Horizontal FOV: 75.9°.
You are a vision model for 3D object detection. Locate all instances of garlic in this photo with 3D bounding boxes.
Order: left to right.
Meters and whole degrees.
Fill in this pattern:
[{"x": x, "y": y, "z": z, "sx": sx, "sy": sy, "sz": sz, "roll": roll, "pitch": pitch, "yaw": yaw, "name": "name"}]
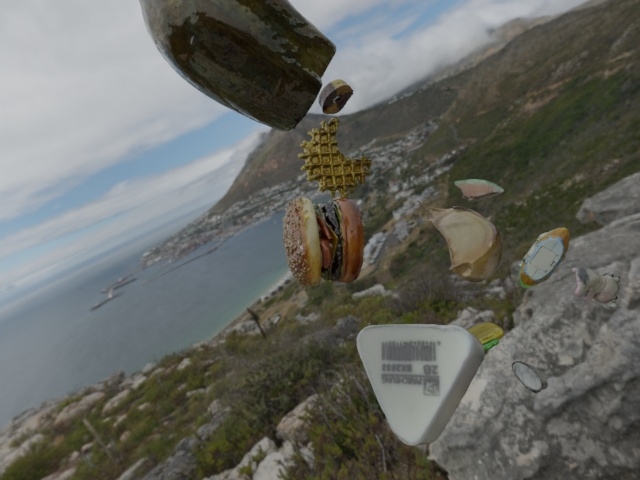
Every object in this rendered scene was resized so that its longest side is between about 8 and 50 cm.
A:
[{"x": 0.438, "y": -0.021, "z": 1.254, "sx": 0.196, "sy": 0.151, "sz": 0.339, "roll": 8, "pitch": 41, "yaw": -16, "name": "garlic"}]

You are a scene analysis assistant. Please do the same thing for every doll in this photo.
[{"x": 1.054, "y": 0.168, "z": 1.560, "sx": 0.095, "sy": 0.192, "sz": 0.149, "roll": 125, "pitch": 165, "yaw": -60, "name": "doll"}]

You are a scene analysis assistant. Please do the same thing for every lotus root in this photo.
[{"x": -0.156, "y": -0.373, "z": 0.764, "sx": 0.250, "sy": 0.346, "sz": 0.251, "roll": -33, "pitch": 42, "yaw": 36, "name": "lotus root"}]

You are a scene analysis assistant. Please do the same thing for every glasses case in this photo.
[{"x": 0.748, "y": 0.482, "z": 1.459, "sx": 0.060, "sy": 0.114, "sz": 0.299, "roll": -45, "pitch": -34, "yaw": 11, "name": "glasses case"}]

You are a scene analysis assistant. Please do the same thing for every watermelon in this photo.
[{"x": 0.574, "y": -0.170, "z": 1.478, "sx": 0.155, "sy": 0.101, "sz": 0.080, "roll": -12, "pitch": 46, "yaw": 18, "name": "watermelon"}]

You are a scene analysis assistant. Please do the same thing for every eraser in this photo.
[{"x": 0.290, "y": 0.339, "z": 1.116, "sx": 0.331, "sy": 0.332, "sz": 0.150, "roll": -20, "pitch": -31, "yaw": 23, "name": "eraser"}]

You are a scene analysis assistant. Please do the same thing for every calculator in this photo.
[{"x": 0.569, "y": 0.340, "z": 1.450, "sx": 0.146, "sy": 0.032, "sz": 0.235, "roll": -29, "pitch": -4, "yaw": 5, "name": "calculator"}]

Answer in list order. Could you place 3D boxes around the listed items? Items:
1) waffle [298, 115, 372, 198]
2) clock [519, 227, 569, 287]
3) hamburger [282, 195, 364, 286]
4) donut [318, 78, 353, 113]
[{"x": 0.054, "y": -0.305, "z": 1.571, "sx": 0.260, "sy": 0.293, "sz": 0.069, "roll": -49, "pitch": 13, "yaw": -16, "name": "waffle"}, {"x": 0.727, "y": 0.056, "z": 1.336, "sx": 0.231, "sy": 0.103, "sz": 0.144, "roll": -57, "pitch": -21, "yaw": 11, "name": "clock"}, {"x": 0.000, "y": 0.000, "z": 1.236, "sx": 0.225, "sy": 0.291, "sz": 0.291, "roll": -5, "pitch": 8, "yaw": -10, "name": "hamburger"}, {"x": 0.054, "y": -0.542, "z": 1.548, "sx": 0.140, "sy": 0.059, "sz": 0.140, "roll": -31, "pitch": -17, "yaw": -11, "name": "donut"}]
